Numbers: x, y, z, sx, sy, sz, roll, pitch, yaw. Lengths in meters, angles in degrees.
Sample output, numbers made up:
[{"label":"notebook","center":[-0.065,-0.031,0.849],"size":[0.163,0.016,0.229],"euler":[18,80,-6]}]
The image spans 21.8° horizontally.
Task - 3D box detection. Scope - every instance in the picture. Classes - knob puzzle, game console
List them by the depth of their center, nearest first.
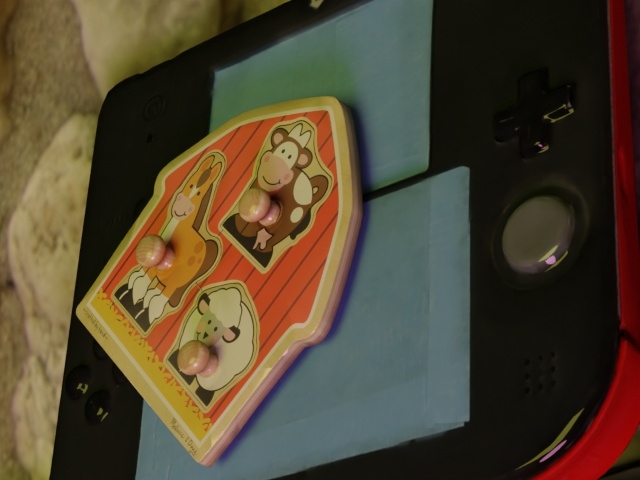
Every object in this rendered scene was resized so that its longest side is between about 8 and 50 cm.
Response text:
[{"label":"knob puzzle","center":[-0.051,-0.001,0.904],"size":[0.213,0.030,0.213],"euler":[-25,50,34]},{"label":"game console","center":[0.000,0.000,0.907],"size":[0.386,0.060,0.342],"euler":[-19,59,36]}]

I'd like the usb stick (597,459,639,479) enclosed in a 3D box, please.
[{"label":"usb stick","center":[0.167,0.151,0.845],"size":[0.278,0.045,0.077],"euler":[-25,65,36]}]
